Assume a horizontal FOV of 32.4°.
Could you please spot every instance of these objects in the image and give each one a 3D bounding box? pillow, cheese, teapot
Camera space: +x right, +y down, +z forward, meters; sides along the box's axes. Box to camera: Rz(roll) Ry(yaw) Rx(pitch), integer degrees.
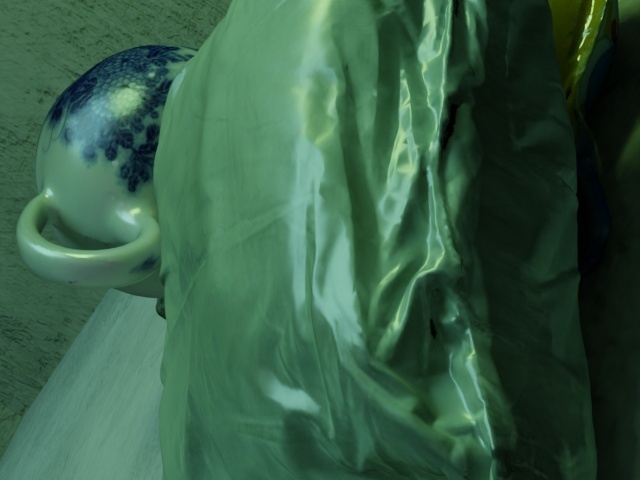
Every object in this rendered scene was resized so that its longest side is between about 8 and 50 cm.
[{"bbox_3d":[0.000,0.000,0.491,0.283,0.138,0.310,-41,44,54],"label":"pillow"},{"bbox_3d":[0.097,-0.067,0.558,0.177,0.069,0.270,-54,22,40],"label":"cheese"},{"bbox_3d":[-0.130,-0.062,1.089,0.424,0.280,0.252,-42,-42,-54],"label":"teapot"}]

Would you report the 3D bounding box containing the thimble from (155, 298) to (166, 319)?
[{"bbox_3d":[-0.141,0.057,1.234,0.084,0.062,0.110,-59,12,-3],"label":"thimble"}]
